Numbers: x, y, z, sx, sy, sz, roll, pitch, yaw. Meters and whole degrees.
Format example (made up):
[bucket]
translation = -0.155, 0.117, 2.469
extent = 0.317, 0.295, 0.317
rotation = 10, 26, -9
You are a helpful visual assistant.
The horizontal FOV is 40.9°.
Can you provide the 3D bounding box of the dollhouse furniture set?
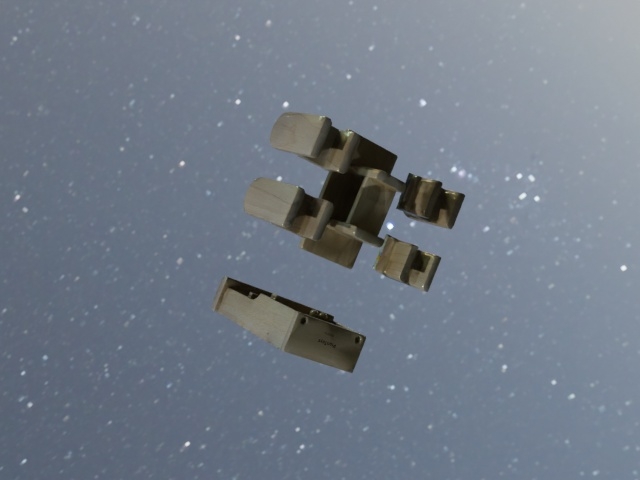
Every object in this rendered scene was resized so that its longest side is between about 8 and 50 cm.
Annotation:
[dollhouse furniture set]
translation = 0.000, 0.000, 0.958
extent = 0.212, 0.242, 0.161
rotation = 24, 178, -35
